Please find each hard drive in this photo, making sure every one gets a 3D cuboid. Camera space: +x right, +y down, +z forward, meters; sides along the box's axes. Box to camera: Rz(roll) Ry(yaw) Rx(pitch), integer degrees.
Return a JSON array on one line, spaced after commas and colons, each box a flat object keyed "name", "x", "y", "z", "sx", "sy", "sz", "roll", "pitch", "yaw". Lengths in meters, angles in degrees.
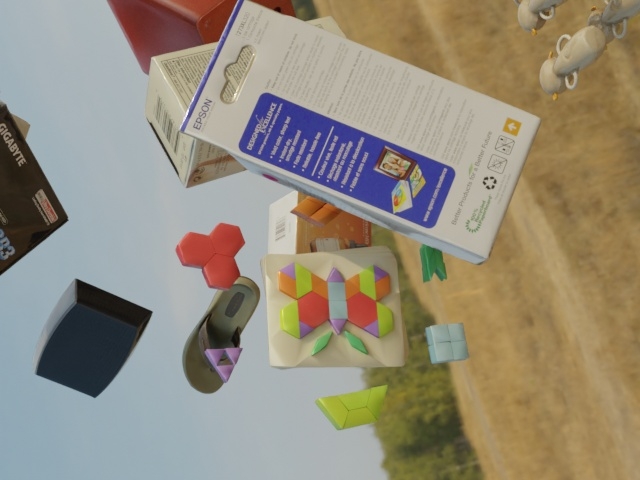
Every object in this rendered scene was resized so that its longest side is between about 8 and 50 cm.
[{"name": "hard drive", "x": -0.436, "y": 0.193, "z": 1.781, "sx": 0.172, "sy": 0.255, "sz": 0.054, "roll": 26, "pitch": -143, "yaw": -15}]

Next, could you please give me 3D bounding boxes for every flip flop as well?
[{"name": "flip flop", "x": -0.201, "y": 0.200, "z": 1.931, "sx": 0.277, "sy": 0.112, "sz": 0.080, "roll": -61, "pitch": 20, "yaw": 21}]

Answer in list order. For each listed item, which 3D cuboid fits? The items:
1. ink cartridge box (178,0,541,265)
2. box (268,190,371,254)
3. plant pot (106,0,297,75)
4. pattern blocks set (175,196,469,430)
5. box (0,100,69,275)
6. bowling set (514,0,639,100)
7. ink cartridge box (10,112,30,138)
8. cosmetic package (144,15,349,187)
[{"name": "ink cartridge box", "x": 0.045, "y": -0.123, "z": 1.073, "sx": 0.069, "sy": 0.371, "sz": 0.176, "roll": 113, "pitch": 180, "yaw": -80}, {"name": "box", "x": 0.000, "y": 0.000, "z": 1.708, "sx": 0.170, "sy": 0.091, "sz": 0.130, "roll": 15, "pitch": -117, "yaw": -33}, {"name": "plant pot", "x": -0.188, "y": -0.408, "z": 1.655, "sx": 0.235, "sy": 0.267, "sz": 0.267, "roll": 39, "pitch": 162, "yaw": 34}, {"name": "pattern blocks set", "x": 0.015, "y": 0.078, "z": 1.119, "sx": 0.026, "sy": 0.324, "sz": 0.285, "roll": -41, "pitch": 65, "yaw": 65}, {"name": "box", "x": -0.572, "y": -0.043, "z": 1.499, "sx": 0.073, "sy": 0.293, "sz": 0.295, "roll": 37, "pitch": 156, "yaw": 28}, {"name": "bowling set", "x": 0.357, "y": -0.323, "z": 1.227, "sx": 0.154, "sy": 0.199, "sz": 0.287, "roll": 130, "pitch": 135, "yaw": -69}, {"name": "ink cartridge box", "x": -0.802, "y": -0.146, "z": 2.184, "sx": 0.121, "sy": 0.211, "sz": 0.289, "roll": 31, "pitch": -129, "yaw": -34}, {"name": "cosmetic package", "x": -0.087, "y": -0.203, "z": 1.374, "sx": 0.153, "sy": 0.296, "sz": 0.129, "roll": 60, "pitch": 152, "yaw": 23}]
